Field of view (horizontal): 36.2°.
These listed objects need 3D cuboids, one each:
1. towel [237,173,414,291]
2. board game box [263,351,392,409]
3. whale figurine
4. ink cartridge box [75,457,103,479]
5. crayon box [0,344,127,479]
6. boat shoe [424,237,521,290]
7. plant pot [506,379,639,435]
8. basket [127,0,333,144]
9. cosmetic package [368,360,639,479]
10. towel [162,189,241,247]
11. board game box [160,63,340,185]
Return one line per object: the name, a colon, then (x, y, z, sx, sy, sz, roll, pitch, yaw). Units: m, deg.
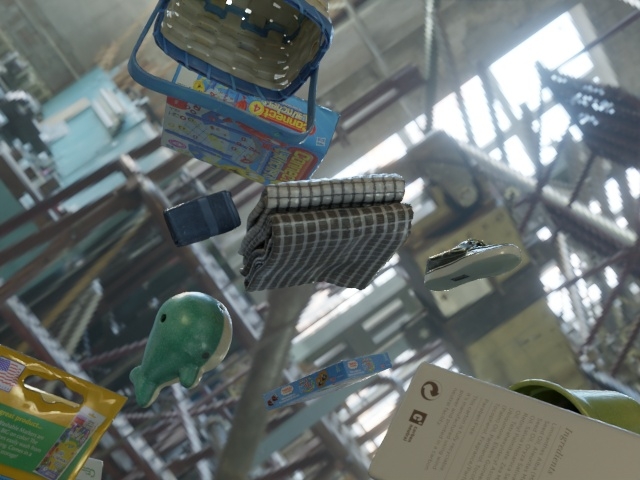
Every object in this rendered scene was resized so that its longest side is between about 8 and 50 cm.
towel: (0.000, 0.000, 1.576, 0.283, 0.235, 0.121, 122, -42, -64)
board game box: (0.014, 0.279, 1.942, 0.160, 0.211, 0.039, -2, 68, -54)
whale figurine: (-0.313, 0.222, 2.038, 0.141, 0.272, 0.216, 37, 16, -42)
ink cartridge box: (-0.501, 0.576, 1.808, 0.176, 0.069, 0.371, 35, 47, -51)
crayon box: (-0.407, 0.277, 1.176, 0.203, 0.323, 0.083, 35, -3, -43)
boat shoe: (0.276, 0.033, 1.814, 0.078, 0.219, 0.070, 24, 59, -36)
plant pot: (0.509, 0.396, 1.913, 0.254, 0.276, 0.276, -1, 39, -39)
basket: (-0.116, -0.281, 1.347, 0.255, 0.289, 0.201, 21, -35, -17)
cosmetic package: (0.308, 0.316, 1.128, 0.453, 0.161, 0.230, 15, -24, 33)
towel: (-0.186, -0.034, 1.541, 0.029, 0.119, 0.067, -21, -91, 57)
board game box: (-0.145, -0.210, 1.875, 0.302, 0.086, 0.308, 21, -15, -6)
